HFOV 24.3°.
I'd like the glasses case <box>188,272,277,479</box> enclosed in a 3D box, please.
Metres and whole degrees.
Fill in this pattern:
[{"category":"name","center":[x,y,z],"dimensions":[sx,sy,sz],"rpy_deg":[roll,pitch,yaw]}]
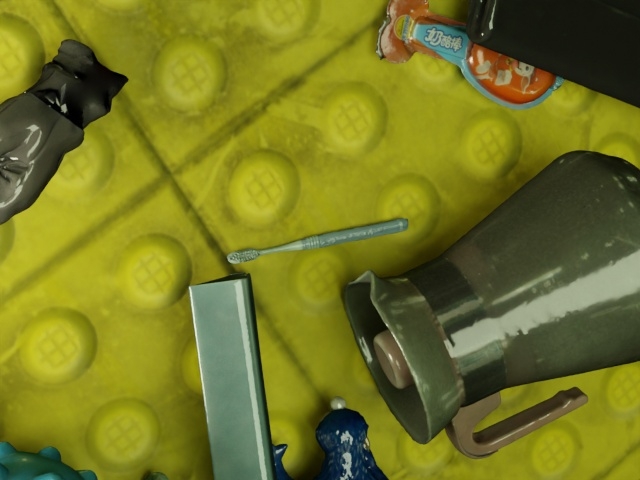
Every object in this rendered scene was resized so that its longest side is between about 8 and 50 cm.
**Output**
[{"category":"glasses case","center":[-0.077,0.171,1.591],"dimensions":[0.105,0.056,0.266],"rpy_deg":[-16,99,-65]}]

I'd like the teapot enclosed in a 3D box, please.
[{"category":"teapot","center":[0.226,0.084,1.672],"dimensions":[0.344,0.253,0.300],"rpy_deg":[-24,119,-11]}]

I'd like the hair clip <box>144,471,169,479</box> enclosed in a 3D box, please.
[{"category":"hair clip","center":[-0.108,0.490,1.551],"dimensions":[0.238,0.318,0.392],"rpy_deg":[23,89,-27]}]

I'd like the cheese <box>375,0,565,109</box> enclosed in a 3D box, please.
[{"category":"cheese","center":[0.178,-0.216,1.688],"dimensions":[0.256,0.037,0.106],"rpy_deg":[13,93,-27]}]

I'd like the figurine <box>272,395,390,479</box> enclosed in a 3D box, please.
[{"category":"figurine","center":[0.025,0.312,1.681],"dimensions":[0.164,0.121,0.262],"rpy_deg":[-17,105,-17]}]

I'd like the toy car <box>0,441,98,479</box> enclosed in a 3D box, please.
[{"category":"toy car","center":[-0.297,0.311,1.459],"dimensions":[0.188,0.255,0.190],"rpy_deg":[23,127,-15]}]

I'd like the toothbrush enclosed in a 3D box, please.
[{"category":"toothbrush","center":[0.000,0.000,1.662],"dimensions":[0.219,0.019,0.016],"rpy_deg":[-11,90,-23]}]

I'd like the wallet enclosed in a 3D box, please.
[{"category":"wallet","center":[0.359,-0.275,1.726],"dimensions":[0.406,0.062,0.228],"rpy_deg":[16,81,-27]}]

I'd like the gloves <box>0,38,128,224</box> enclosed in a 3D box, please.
[{"category":"gloves","center":[-0.306,-0.088,1.447],"dimensions":[0.285,0.142,0.119],"rpy_deg":[-38,85,-12]}]
